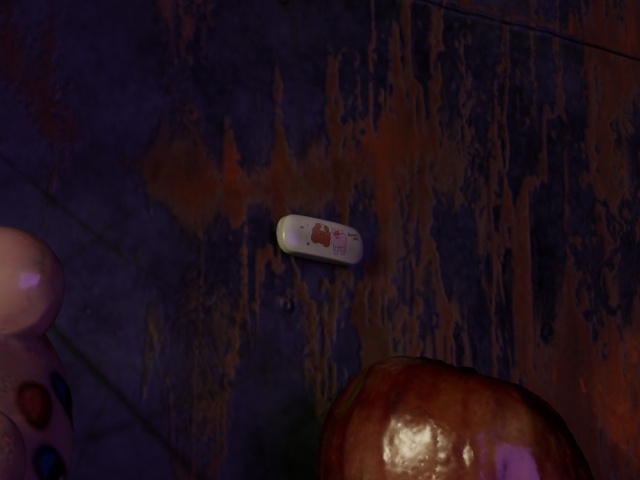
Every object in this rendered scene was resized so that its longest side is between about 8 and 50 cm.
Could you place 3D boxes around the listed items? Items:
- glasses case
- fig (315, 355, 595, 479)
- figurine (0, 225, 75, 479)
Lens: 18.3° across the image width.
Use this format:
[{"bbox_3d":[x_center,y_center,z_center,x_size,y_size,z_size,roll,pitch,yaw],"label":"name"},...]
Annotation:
[{"bbox_3d":[0.000,0.000,1.597,0.083,0.021,0.032,13,69,-37],"label":"glasses case"},{"bbox_3d":[0.108,0.205,1.502,0.224,0.224,0.263,-27,88,-41],"label":"fig"},{"bbox_3d":[-0.275,0.121,1.225,0.211,0.261,0.269,77,14,-50],"label":"figurine"}]
